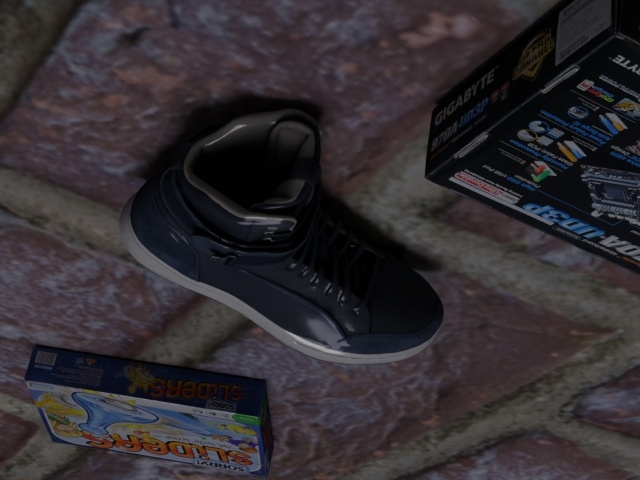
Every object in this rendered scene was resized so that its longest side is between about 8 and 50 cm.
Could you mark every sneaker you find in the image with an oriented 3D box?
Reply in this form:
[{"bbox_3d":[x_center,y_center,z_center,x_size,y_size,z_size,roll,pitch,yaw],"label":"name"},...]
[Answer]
[{"bbox_3d":[-0.001,0.001,0.950,0.226,0.086,0.163,21,153,-14],"label":"sneaker"}]

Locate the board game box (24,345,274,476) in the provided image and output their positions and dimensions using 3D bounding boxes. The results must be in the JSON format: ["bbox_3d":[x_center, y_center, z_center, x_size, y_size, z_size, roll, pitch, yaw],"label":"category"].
[{"bbox_3d":[-0.144,0.149,1.318,0.201,0.035,0.136,8,151,7],"label":"board game box"}]

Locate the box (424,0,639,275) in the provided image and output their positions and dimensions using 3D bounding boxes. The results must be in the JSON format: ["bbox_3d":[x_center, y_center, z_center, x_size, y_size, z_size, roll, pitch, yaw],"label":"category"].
[{"bbox_3d":[0.194,-0.046,0.829,0.220,0.051,0.175,23,149,-20],"label":"box"}]
